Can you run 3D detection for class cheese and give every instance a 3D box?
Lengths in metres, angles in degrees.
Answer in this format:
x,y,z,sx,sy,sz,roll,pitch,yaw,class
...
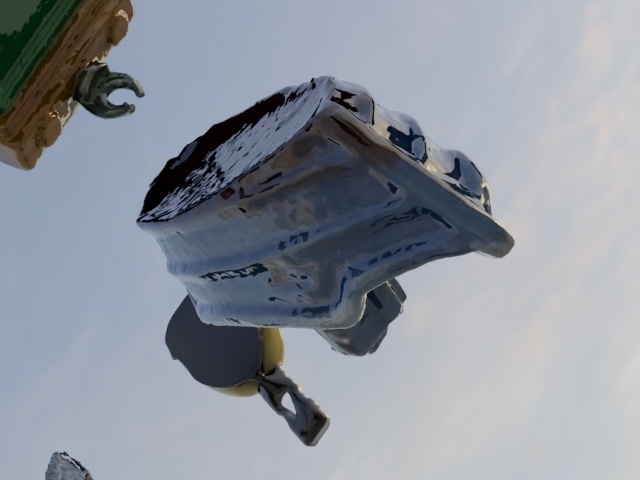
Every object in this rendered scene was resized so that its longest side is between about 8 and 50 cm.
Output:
x,y,z,sx,sy,sz,roll,pitch,yaw,class
-0.048,0.091,0.874,0.086,0.162,0.036,-52,-38,6,cheese

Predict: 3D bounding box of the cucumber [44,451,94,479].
x,y,z,sx,sy,sz,roll,pitch,yaw,class
-0.162,0.197,0.750,0.046,0.220,0.070,10,-87,-9,cucumber

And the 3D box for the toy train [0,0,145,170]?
x,y,z,sx,sy,sz,roll,pitch,yaw,class
-0.332,-0.195,0.888,0.249,0.429,0.178,88,-154,-61,toy train

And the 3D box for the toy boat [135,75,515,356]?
x,y,z,sx,sy,sz,roll,pitch,yaw,class
0.000,0.000,0.613,0.142,0.309,0.129,45,-110,-16,toy boat
